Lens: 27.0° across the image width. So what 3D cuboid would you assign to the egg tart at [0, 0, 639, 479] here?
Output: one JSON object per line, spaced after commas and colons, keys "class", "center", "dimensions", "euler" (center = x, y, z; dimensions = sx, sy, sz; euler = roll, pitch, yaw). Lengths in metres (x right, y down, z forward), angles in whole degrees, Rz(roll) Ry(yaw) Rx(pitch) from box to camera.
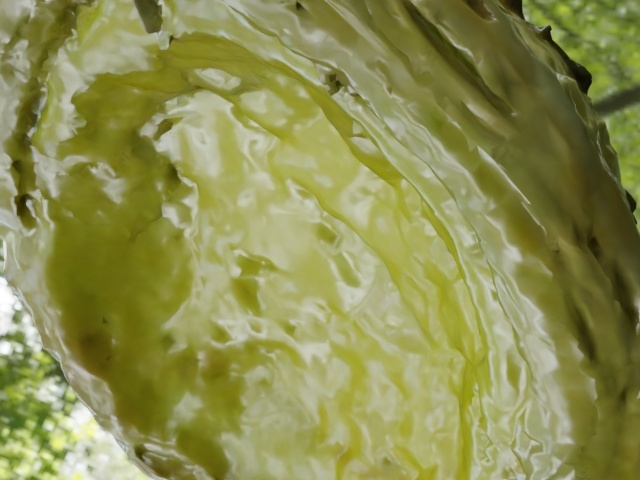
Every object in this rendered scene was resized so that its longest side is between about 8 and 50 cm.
{"class": "egg tart", "center": [0.000, 0.000, 0.526], "dimensions": [0.132, 0.345, 0.345], "euler": [-44, -40, -38]}
